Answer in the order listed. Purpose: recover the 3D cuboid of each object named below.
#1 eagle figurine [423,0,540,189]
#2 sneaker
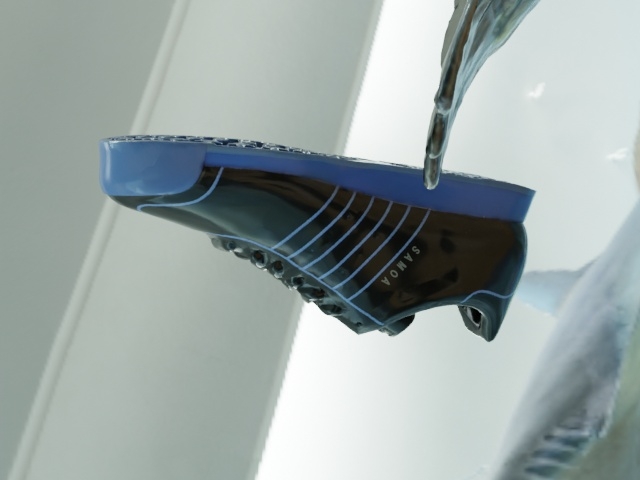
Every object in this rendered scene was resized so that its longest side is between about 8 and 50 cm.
[{"bbox_3d":[0.095,-0.179,0.306,0.225,0.226,0.298,-20,-78,2],"label":"eagle figurine"},{"bbox_3d":[0.000,0.000,0.538,0.232,0.081,0.090,7,-84,-15],"label":"sneaker"}]
